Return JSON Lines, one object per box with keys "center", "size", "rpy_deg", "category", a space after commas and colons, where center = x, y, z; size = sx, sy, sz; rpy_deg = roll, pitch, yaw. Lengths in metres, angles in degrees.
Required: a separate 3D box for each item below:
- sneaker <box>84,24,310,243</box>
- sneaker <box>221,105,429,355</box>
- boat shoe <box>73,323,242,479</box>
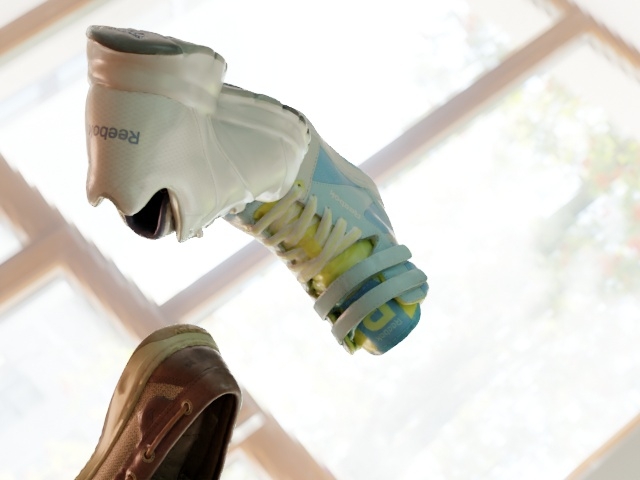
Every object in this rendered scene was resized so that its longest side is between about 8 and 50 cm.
{"center": [-0.097, -0.059, 1.225], "size": [0.111, 0.129, 0.297], "rpy_deg": [12, -4, 22], "category": "sneaker"}
{"center": [0.000, 0.000, 1.644], "size": [0.319, 0.127, 0.208], "rpy_deg": [24, 31, -54], "category": "sneaker"}
{"center": [-0.152, 0.248, 1.609], "size": [0.123, 0.123, 0.342], "rpy_deg": [42, -63, 42], "category": "boat shoe"}
